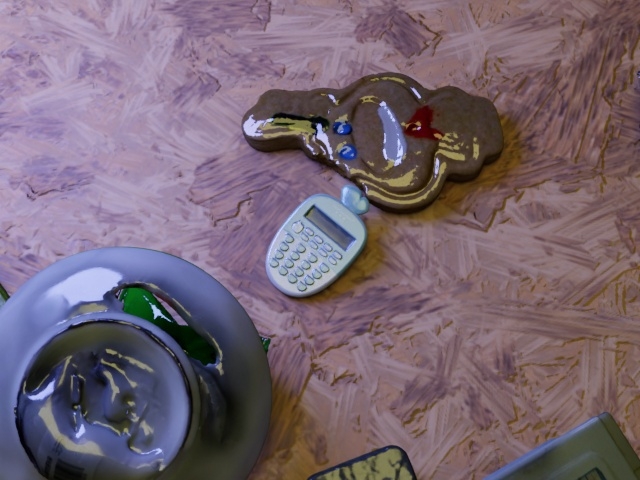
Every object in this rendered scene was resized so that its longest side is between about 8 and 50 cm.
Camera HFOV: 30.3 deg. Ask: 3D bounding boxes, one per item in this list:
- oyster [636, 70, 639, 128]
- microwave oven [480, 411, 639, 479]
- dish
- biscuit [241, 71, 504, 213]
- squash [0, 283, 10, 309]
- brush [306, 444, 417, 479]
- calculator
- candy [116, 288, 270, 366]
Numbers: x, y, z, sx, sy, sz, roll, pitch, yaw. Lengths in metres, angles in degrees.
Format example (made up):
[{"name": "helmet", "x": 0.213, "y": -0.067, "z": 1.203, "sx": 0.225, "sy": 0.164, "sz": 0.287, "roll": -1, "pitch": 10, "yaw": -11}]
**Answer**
[{"name": "oyster", "x": 0.494, "y": -0.197, "z": 1.465, "sx": 0.198, "sy": 0.092, "sz": 0.260, "roll": 6, "pitch": 75, "yaw": 2}, {"name": "microwave oven", "x": 0.222, "y": 0.384, "z": 1.074, "sx": 0.286, "sy": 0.218, "sz": 0.355, "roll": -17, "pitch": 71, "yaw": -45}, {"name": "dish", "x": -0.213, "y": 0.166, "z": 1.211, "sx": 0.324, "sy": 0.124, "sz": 0.324, "roll": 0, "pitch": 89, "yaw": 0}, {"name": "biscuit", "x": 0.063, "y": -0.129, "z": 1.453, "sx": 0.319, "sy": 0.047, "sz": 0.183, "roll": 14, "pitch": 64, "yaw": 7}, {"name": "squash", "x": -0.358, "y": 0.106, "z": 1.331, "sx": 0.066, "sy": 0.066, "sz": 0.229, "roll": -34, "pitch": 69, "yaw": -15}, {"name": "brush", "x": 0.065, "y": 0.322, "z": 1.238, "sx": 0.123, "sy": 0.059, "sz": 0.197, "roll": -20, "pitch": 69, "yaw": -9}, {"name": "calculator", "x": 0.000, "y": 0.000, "z": 1.393, "sx": 0.095, "sy": 0.021, "sz": 0.153, "roll": 39, "pitch": 80, "yaw": 13}, {"name": "candy", "x": -0.166, "y": 0.133, "z": 1.314, "sx": 0.203, "sy": 0.078, "sz": 0.141, "roll": 20, "pitch": 69, "yaw": 13}]
